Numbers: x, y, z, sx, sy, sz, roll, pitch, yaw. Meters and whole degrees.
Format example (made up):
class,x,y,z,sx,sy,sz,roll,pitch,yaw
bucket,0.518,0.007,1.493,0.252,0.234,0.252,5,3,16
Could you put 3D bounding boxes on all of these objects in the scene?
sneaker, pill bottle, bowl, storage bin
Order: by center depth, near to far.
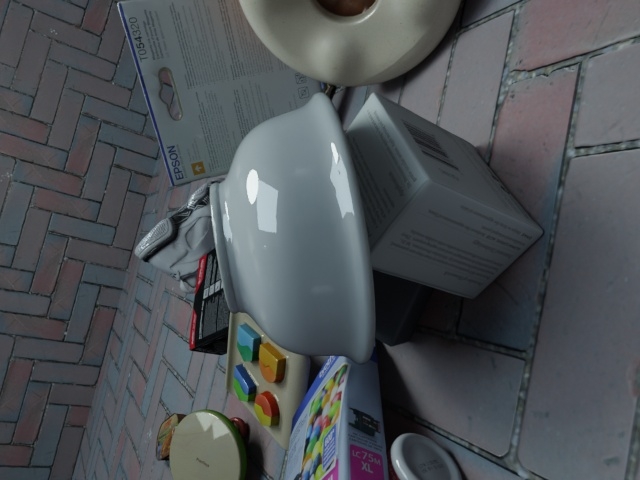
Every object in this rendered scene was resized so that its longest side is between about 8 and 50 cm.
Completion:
class,x,y,z,sx,sy,sz,roll,pitch,yaw
bowl,-0.043,-0.002,0.539,0.298,0.133,0.298,171,90,-84
pill bottle,0.084,0.304,0.560,0.160,0.087,0.087,-62,31,22
storage bin,0.096,0.073,0.667,0.091,0.098,0.135,31,105,32
sneaker,-0.342,-0.016,1.434,0.137,0.210,0.366,-32,15,50

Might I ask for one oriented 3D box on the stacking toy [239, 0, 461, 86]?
class,x,y,z,sx,sy,sz,roll,pitch,yaw
stacking toy,0.075,-0.535,0.851,0.350,0.350,0.480,-39,28,46

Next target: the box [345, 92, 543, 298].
class,x,y,z,sx,sy,sz,roll,pitch,yaw
box,0.121,-0.050,0.576,0.119,0.181,0.181,-53,35,30

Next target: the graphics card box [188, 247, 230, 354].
class,x,y,z,sx,sy,sz,roll,pitch,yaw
graphics card box,-0.149,0.091,1.039,0.370,0.094,0.233,-31,50,45

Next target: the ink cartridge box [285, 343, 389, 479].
class,x,y,z,sx,sy,sz,roll,pitch,yaw
ink cartridge box,0.013,0.256,0.633,0.311,0.065,0.186,-79,16,-65

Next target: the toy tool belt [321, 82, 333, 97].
class,x,y,z,sx,sy,sz,roll,pitch,yaw
toy tool belt,0.000,-0.338,1.068,0.052,0.051,0.084,30,101,61

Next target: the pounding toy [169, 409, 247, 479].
class,x,y,z,sx,sy,sz,roll,pitch,yaw
pounding toy,-0.180,0.442,0.973,0.237,0.110,0.183,44,106,26

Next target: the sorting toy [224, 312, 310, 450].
class,x,y,z,sx,sy,sz,roll,pitch,yaw
sorting toy,-0.107,0.241,0.871,0.208,0.038,0.193,25,114,42

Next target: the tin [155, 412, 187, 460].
class,x,y,z,sx,sy,sz,roll,pitch,yaw
tin,-0.415,0.548,1.372,0.189,0.040,0.106,-43,45,44

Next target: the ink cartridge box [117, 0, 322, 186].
class,x,y,z,sx,sy,sz,roll,pitch,yaw
ink cartridge box,-0.164,-0.299,0.928,0.071,0.329,0.325,-140,36,-67
